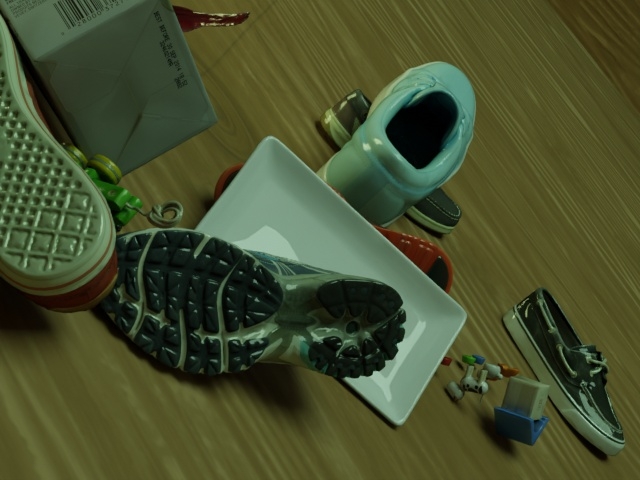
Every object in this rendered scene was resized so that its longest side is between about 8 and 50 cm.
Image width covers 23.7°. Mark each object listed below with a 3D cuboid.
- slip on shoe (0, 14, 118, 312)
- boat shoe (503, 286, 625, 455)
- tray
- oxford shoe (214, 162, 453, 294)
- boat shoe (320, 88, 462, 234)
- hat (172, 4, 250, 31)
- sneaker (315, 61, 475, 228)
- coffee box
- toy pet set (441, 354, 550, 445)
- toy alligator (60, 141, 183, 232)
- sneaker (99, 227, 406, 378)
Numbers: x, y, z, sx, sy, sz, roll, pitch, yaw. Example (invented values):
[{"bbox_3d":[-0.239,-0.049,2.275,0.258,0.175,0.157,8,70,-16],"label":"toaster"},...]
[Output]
[{"bbox_3d":[-0.250,-0.073,1.132,0.331,0.123,0.101,52,-14,27],"label":"slip on shoe"},{"bbox_3d":[0.303,0.154,1.817,0.078,0.070,0.219,9,43,-59],"label":"boat shoe"},{"bbox_3d":[0.008,0.040,1.435,0.270,0.030,0.145,42,62,-13],"label":"tray"},{"bbox_3d":[0.000,0.000,1.523,0.271,0.096,0.098,28,-6,-26],"label":"oxford shoe"},{"bbox_3d":[0.100,-0.096,1.867,0.223,0.073,0.080,40,22,-17],"label":"boat shoe"},{"bbox_3d":[-0.166,-0.232,1.440,0.208,0.183,0.173,49,21,4],"label":"hat"},{"bbox_3d":[0.125,-0.126,1.739,0.135,0.150,0.366,46,38,-8],"label":"sneaker"},{"bbox_3d":[-0.218,-0.214,1.275,0.297,0.119,0.168,55,-9,35],"label":"coffee box"},{"bbox_3d":[0.185,0.169,1.613,0.114,0.065,0.122,18,4,27],"label":"toy pet set"},{"bbox_3d":[-0.173,-0.029,1.187,0.190,0.056,0.051,21,-30,33],"label":"toy alligator"},{"bbox_3d":[-0.074,0.055,1.263,0.283,0.110,0.122,16,0,-32],"label":"sneaker"}]
